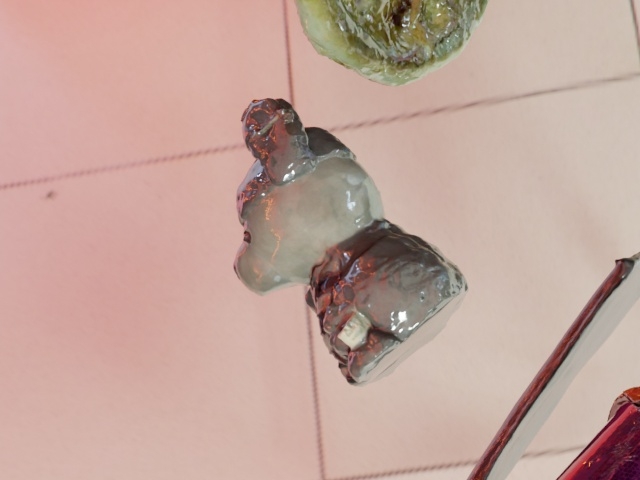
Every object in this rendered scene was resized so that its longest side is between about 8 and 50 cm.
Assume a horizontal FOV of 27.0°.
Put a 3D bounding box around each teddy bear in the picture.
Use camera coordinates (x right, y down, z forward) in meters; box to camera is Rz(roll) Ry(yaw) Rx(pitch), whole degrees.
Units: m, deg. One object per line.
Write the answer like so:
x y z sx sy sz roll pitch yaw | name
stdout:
0.013 0.012 1.119 0.144 0.171 0.251 -45 62 13 | teddy bear

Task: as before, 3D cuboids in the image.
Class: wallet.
0.229 0.125 1.262 0.030 0.146 0.285 37 109 16 | wallet

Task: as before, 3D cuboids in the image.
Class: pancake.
0.059 -0.245 1.060 0.037 0.253 0.254 5 69 46 | pancake

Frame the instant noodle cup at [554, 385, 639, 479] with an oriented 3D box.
0.248 0.262 0.999 0.190 0.251 0.251 -35 65 -22 | instant noodle cup
